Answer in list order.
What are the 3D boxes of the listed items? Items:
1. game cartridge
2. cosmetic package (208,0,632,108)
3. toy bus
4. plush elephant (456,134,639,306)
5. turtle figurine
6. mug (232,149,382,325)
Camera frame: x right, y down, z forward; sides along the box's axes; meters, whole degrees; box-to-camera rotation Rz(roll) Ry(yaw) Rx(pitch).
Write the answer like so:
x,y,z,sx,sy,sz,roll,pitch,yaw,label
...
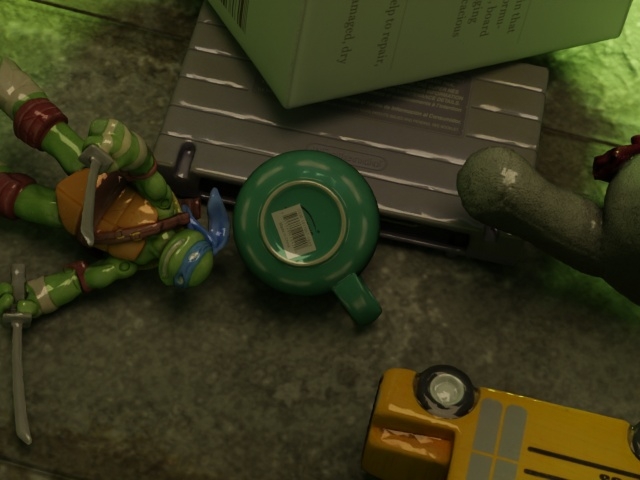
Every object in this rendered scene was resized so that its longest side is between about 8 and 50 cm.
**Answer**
x,y,z,sx,sy,sz,roll,pitch,yaw,label
0.034,-0.110,1.509,0.355,0.068,0.230,12,50,3,game cartridge
0.087,-0.378,1.494,0.393,0.327,0.329,-15,49,-25,cosmetic package
0.197,0.207,1.270,0.332,0.108,0.130,13,56,2,toy bus
0.341,-0.077,1.391,0.330,0.272,0.255,36,59,-28,plush elephant
-0.237,-0.031,1.337,0.266,0.198,0.274,36,55,22,turtle figurine
0.000,-0.010,1.375,0.157,0.097,0.129,23,92,3,mug
